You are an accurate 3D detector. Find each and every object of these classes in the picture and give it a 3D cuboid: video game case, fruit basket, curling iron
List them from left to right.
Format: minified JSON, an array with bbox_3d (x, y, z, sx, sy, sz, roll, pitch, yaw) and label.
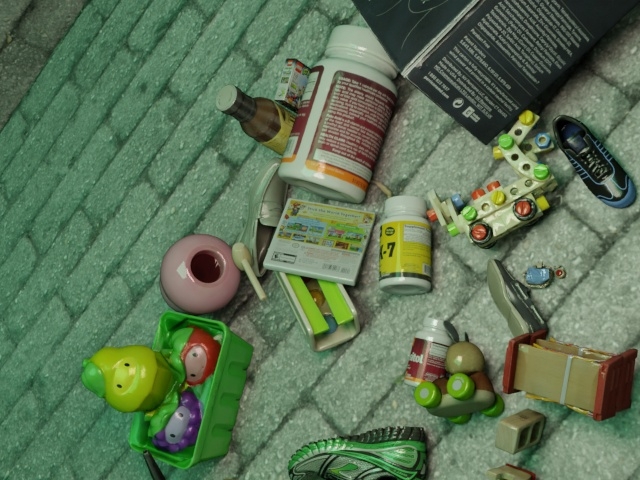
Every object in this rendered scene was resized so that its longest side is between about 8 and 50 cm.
[{"bbox_3d":[-0.386,0.357,2.094,0.283,0.392,0.392,7,80,39],"label":"fruit basket"},{"bbox_3d":[-0.384,0.629,2.107,0.068,0.035,0.274,22,134,57],"label":"curling iron"},{"bbox_3d":[0.000,0.000,2.029,0.227,0.026,0.206,10,57,15],"label":"video game case"}]

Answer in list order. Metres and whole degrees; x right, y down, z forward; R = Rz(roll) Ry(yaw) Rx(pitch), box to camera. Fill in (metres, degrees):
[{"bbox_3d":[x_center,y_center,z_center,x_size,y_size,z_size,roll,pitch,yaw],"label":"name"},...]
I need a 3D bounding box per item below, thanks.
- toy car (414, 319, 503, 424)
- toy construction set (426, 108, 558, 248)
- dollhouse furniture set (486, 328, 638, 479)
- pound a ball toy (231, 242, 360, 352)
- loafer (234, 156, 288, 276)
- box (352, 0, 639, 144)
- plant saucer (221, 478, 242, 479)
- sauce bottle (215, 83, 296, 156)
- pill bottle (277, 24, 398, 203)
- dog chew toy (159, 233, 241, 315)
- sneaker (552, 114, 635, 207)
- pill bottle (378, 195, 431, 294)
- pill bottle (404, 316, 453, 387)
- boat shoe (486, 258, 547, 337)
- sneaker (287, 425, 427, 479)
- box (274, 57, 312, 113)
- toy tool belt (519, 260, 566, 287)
[{"bbox_3d":[0.283,0.265,1.751,0.149,0.155,0.188,-21,54,31],"label":"toy car"},{"bbox_3d":[0.366,-0.108,1.802,0.328,0.151,0.215,-36,67,28],"label":"toy construction set"},{"bbox_3d":[0.453,0.372,1.605,0.201,0.152,0.374,13,101,39],"label":"dollhouse furniture set"},{"bbox_3d":[-0.063,0.124,2.048,0.208,0.135,0.319,-23,55,-10],"label":"pound a ball toy"},{"bbox_3d":[-0.137,-0.058,2.209,0.111,0.112,0.319,21,97,40],"label":"loafer"},{"bbox_3d":[0.355,-0.550,1.797,0.472,0.297,0.480,-45,37,19],"label":"box"},{"bbox_3d":[-0.156,0.738,1.973,0.333,0.081,0.332,-7,71,37],"label":"plant saucer"},{"bbox_3d":[-0.125,-0.291,2.120,0.111,0.344,0.111,-12,68,32],"label":"sauce bottle"},{"bbox_3d":[0.057,-0.306,2.062,0.224,0.224,0.392,14,84,40],"label":"pill bottle"},{"bbox_3d":[-0.331,0.106,2.212,0.332,0.207,0.206,142,133,-64],"label":"dog chew toy"},{"bbox_3d":[0.548,-0.164,1.719,0.081,0.090,0.232,-43,53,19],"label":"sneaker"},{"bbox_3d":[0.193,0.012,1.918,0.119,0.119,0.208,-10,69,35],"label":"pill bottle"},{"bbox_3d":[0.238,0.247,1.826,0.086,0.086,0.152,8,79,39],"label":"pill bottle"},{"bbox_3d":[0.409,0.122,1.766,0.065,0.075,0.206,-11,53,-12],"label":"boat shoe"},{"bbox_3d":[0.072,0.500,1.839,0.343,0.134,0.146,-19,65,31],"label":"sneaker"},{"bbox_3d":[-0.027,-0.372,2.159,0.036,0.207,0.114,10,82,40],"label":"box"},{"bbox_3d":[0.457,0.069,1.737,0.083,0.051,0.052,-10,69,35],"label":"toy tool belt"}]
